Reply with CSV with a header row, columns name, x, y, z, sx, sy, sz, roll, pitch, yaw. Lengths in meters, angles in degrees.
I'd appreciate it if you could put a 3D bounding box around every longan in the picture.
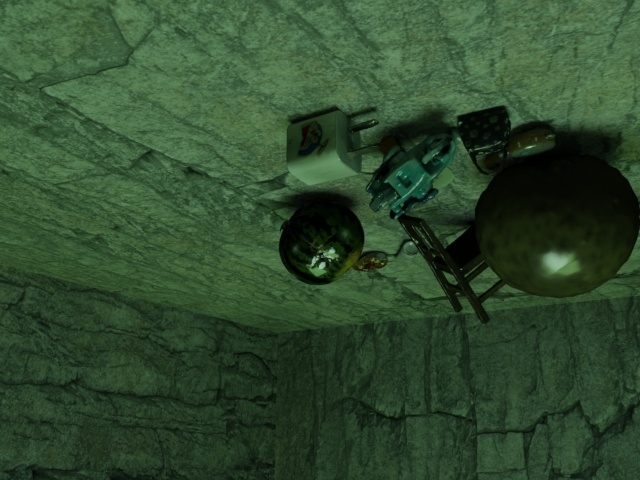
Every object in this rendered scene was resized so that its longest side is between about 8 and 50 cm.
name,x,y,z,sx,sy,sz,roll,pitch,yaw
longan,0.585,-0.045,1.504,0.391,0.390,0.391,0,162,0

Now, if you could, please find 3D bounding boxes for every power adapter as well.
name,x,y,z,sx,sy,sz,roll,pitch,yaw
power adapter,0.040,-0.215,1.353,0.205,0.130,0.125,-12,158,29

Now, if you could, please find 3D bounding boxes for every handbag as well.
name,x,y,z,sx,sy,sz,roll,pitch,yaw
handbag,0.374,-0.212,1.346,0.115,0.139,0.072,-9,168,24

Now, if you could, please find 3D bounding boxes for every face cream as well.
name,x,y,z,sx,sy,sz,roll,pitch,yaw
face cream,0.333,0.052,2.297,0.092,0.058,0.243,-5,168,2

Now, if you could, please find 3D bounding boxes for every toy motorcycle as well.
name,x,y,z,sx,sy,sz,roll,pitch,yaw
toy motorcycle,0.226,-0.164,1.417,0.260,0.154,0.206,-43,174,30

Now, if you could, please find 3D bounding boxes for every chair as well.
name,x,y,z,sx,sy,sz,roll,pitch,yaw
chair,0.473,0.025,1.948,0.241,0.416,0.203,-37,-162,-9

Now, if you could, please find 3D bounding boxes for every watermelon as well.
name,x,y,z,sx,sy,sz,roll,pitch,yaw
watermelon,0.005,0.003,1.824,0.269,0.268,0.269,0,162,0

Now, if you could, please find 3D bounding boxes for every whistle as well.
name,x,y,z,sx,sy,sz,roll,pitch,yaw
whistle,0.481,-0.223,1.452,0.107,0.057,0.220,-7,171,-26

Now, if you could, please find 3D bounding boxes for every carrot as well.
name,x,y,z,sx,sy,sz,roll,pitch,yaw
carrot,0.189,-0.211,1.497,0.048,0.048,0.139,-8,161,22

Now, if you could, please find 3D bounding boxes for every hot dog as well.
name,x,y,z,sx,sy,sz,roll,pitch,yaw
hot dog,0.199,0.091,2.407,0.108,0.059,0.191,11,161,-19

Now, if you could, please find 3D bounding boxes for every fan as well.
name,x,y,z,sx,sy,sz,roll,pitch,yaw
fan,0.173,-0.176,1.652,0.415,0.012,0.233,2,161,-15
